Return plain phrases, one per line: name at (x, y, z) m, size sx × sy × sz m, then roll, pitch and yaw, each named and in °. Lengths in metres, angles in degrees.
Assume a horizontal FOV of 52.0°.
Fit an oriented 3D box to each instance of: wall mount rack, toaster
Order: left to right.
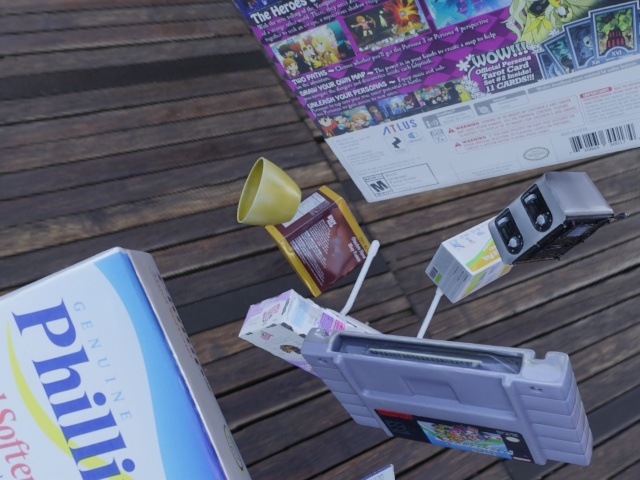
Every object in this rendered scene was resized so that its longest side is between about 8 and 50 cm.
wall mount rack at (0.125, 0.184, 1.523) m, size 0.350 × 0.304 × 0.130 m, roll 29°, pitch 29°, yaw -21°
toaster at (0.434, -0.039, 1.227) m, size 0.185 × 0.168 × 0.110 m, roll -4°, pitch 60°, yaw -33°

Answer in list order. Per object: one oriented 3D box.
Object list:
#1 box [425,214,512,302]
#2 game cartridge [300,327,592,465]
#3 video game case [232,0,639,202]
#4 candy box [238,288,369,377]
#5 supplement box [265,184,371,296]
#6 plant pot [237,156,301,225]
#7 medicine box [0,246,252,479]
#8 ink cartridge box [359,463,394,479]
box at (0.361, 0.040, 1.514) m, size 0.203 × 0.114 × 0.103 m, roll -23°, pitch 61°, yaw -32°
game cartridge at (0.170, 0.216, 0.897) m, size 0.355 × 0.230 × 0.068 m, roll 1°, pitch 46°, yaw 33°
video game case at (0.092, -0.123, 0.429) m, size 0.210 × 0.232 × 0.042 m, roll 51°, pitch 40°, yaw -41°
candy box at (-0.024, 0.177, 1.199) m, size 0.196 × 0.165 × 0.070 m, roll 32°, pitch 61°, yaw -22°
supplement box at (0.000, 0.000, 1.686) m, size 0.194 × 0.129 × 0.191 m, roll -36°, pitch 117°, yaw -5°
plant pot at (-0.094, -0.084, 1.285) m, size 0.095 × 0.134 × 0.134 m, roll 19°, pitch 52°, yaw -19°
medicine box at (-0.239, 0.182, 0.579) m, size 0.289 × 0.149 × 0.263 m, roll -24°, pitch 88°, yaw -5°
ink cartridge box at (0.073, 0.656, 1.276) m, size 0.071 × 0.324 × 0.330 m, roll 28°, pitch 39°, yaw -28°
